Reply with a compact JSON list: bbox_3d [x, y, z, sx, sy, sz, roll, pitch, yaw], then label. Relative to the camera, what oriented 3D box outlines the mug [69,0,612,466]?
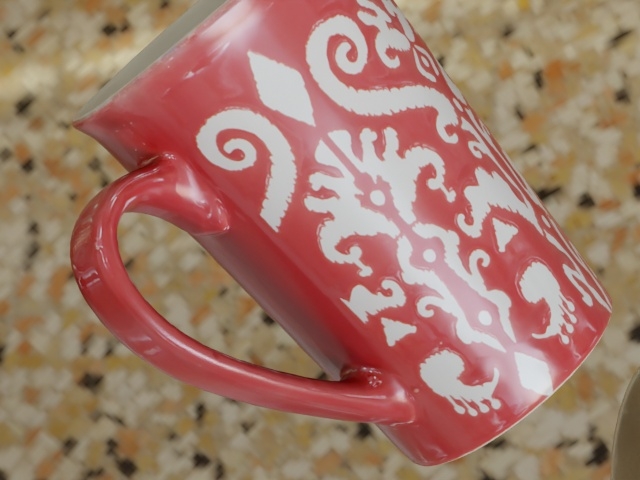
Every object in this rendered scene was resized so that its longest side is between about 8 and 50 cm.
[{"bbox_3d":[0.000,-0.002,0.678,0.150,0.169,0.113,-42,11,-7],"label":"mug"}]

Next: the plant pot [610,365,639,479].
[{"bbox_3d":[0.433,0.223,1.750,0.274,0.256,0.256,1,52,-15],"label":"plant pot"}]
